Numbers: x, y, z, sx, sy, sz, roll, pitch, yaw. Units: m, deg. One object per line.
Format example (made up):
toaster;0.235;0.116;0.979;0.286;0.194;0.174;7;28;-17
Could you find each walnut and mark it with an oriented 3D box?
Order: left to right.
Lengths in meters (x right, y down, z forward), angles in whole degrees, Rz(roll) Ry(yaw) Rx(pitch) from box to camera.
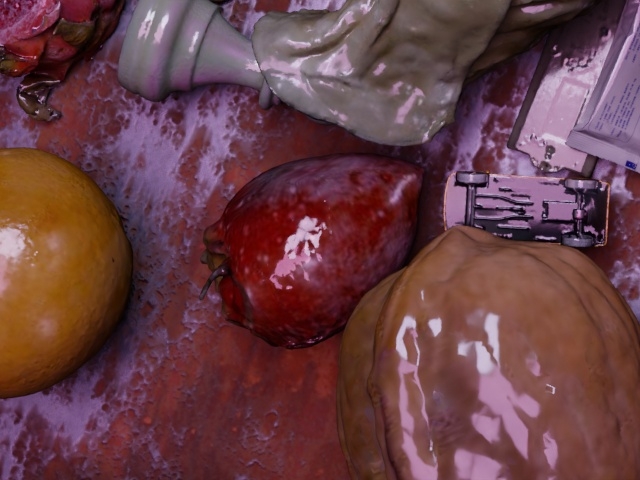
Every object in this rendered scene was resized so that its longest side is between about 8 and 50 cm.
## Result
walnut;0.165;0.154;1.476;0.306;0.306;0.344;-11;93;14

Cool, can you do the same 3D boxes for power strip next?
power strip;0.273;-0.194;1.580;0.092;0.034;0.268;22;94;14

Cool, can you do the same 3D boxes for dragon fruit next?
dragon fruit;-0.308;-0.274;1.674;0.211;0.147;0.282;3;88;14

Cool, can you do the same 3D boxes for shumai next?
shumai;0.108;-0.223;1.479;0.330;0.292;0.288;21;74;21

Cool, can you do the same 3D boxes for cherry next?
cherry;0.000;0.000;1.570;0.249;0.192;0.175;-36;98;2

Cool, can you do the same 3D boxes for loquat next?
loquat;-0.324;0.035;1.614;0.263;0.263;0.263;0;89;14

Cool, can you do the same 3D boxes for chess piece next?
chess piece;-0.062;-0.178;1.633;0.271;0.139;0.139;19;94;2

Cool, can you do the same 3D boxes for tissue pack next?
tissue pack;0.331;-0.161;1.547;0.122;0.026;0.193;21;96;-12

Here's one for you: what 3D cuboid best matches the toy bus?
toy bus;0.207;-0.033;1.574;0.162;0.074;0.070;4;97;12
